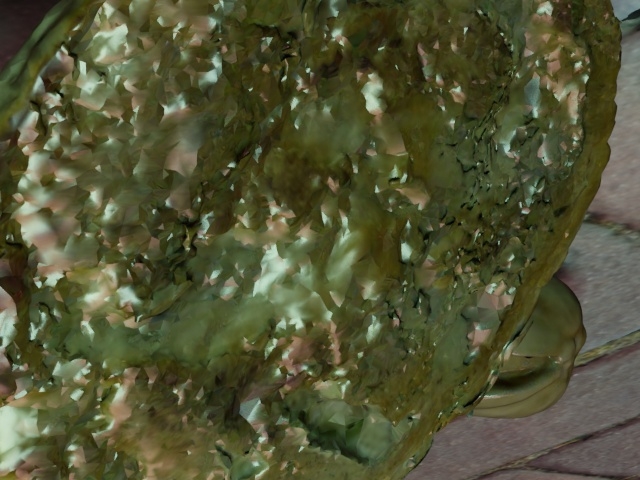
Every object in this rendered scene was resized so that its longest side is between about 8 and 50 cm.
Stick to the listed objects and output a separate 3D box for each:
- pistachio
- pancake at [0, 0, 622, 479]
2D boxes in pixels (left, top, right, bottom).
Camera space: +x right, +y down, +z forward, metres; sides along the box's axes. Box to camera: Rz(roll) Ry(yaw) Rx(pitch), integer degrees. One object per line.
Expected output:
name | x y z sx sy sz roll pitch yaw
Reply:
pistachio | 0.111 0.069 1.170 0.149 0.113 0.113 7 157 0
pancake | -0.005 -0.010 0.718 0.356 0.065 0.356 -17 122 -29
